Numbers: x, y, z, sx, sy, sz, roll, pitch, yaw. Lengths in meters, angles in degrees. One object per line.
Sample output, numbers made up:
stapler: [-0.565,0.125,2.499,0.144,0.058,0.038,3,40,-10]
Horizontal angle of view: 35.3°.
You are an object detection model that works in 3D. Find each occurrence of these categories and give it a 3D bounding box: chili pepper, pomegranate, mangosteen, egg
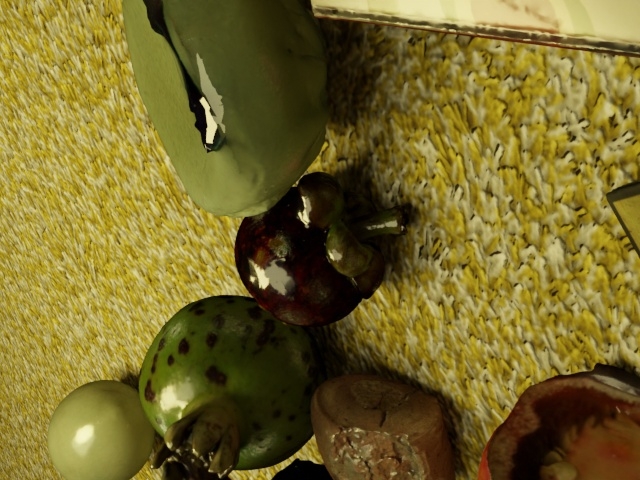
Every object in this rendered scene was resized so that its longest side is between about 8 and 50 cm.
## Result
chili pepper: [0.272,0.306,0.957,0.251,0.229,0.305,24,142,36]
pomegranate: [-0.135,0.195,1.266,0.242,0.306,0.242,13,113,33]
mangosteen: [-0.010,0.005,1.120,0.172,0.172,0.184,40,123,26]
egg: [-0.388,0.345,1.788,0.186,0.186,0.253,54,147,9]

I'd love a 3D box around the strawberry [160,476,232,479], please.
strawberry: [-0.142,0.462,1.242,0.292,0.310,0.292,27,175,3]

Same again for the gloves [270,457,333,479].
gloves: [0.020,0.446,1.356,0.301,0.197,0.152,47,169,12]

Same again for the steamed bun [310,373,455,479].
steamed bun: [0.072,0.247,1.208,0.175,0.106,0.145,7,123,29]

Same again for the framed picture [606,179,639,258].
framed picture: [0.353,0.048,0.718,0.255,0.014,0.338,61,165,-2]

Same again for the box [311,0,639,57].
box: [0.123,-0.346,0.723,0.344,0.122,0.385,19,128,43]

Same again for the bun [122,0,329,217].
bun: [-0.079,-0.176,1.042,0.293,0.187,0.293,55,157,39]
